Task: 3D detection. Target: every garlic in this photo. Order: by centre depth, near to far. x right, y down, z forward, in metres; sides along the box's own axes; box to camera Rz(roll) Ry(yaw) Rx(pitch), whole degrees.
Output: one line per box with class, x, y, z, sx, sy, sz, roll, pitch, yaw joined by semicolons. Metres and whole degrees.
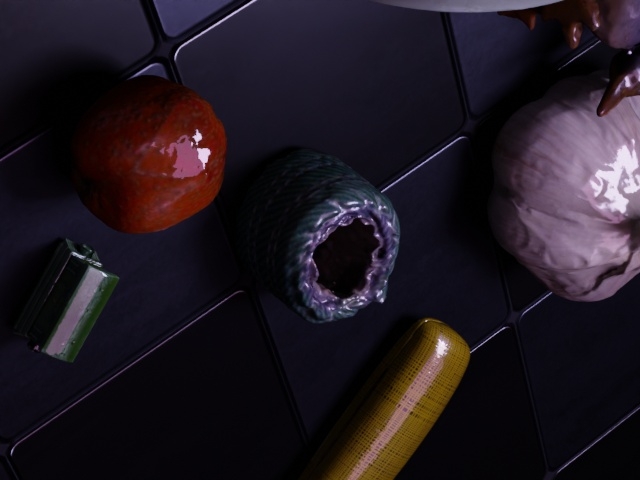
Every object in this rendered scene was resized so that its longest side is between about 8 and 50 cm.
garlic;0.269;-0.030;1.646;0.218;0.212;0.218;-16;123;-27

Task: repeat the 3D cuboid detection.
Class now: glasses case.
glasses case;0.055;0.177;1.708;0.079;0.064;0.234;33;94;-40

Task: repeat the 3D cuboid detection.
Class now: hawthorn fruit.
hawthorn fruit;-0.127;-0.064;1.349;0.128;0.128;0.128;-22;130;-29

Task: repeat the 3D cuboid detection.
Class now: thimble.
thimble;-0.002;-0.001;1.519;0.118;0.090;0.135;-24;133;-24

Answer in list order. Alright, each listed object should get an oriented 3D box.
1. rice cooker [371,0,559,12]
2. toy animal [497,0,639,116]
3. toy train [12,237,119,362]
rice cooker;0.093;-0.303;1.261;0.288;0.288;0.277;-20;128;-30
toy animal;0.232;-0.248;1.525;0.185;0.122;0.298;-27;115;-35
toy train;-0.194;0.048;1.409;0.038;0.056;0.093;26;96;-43
